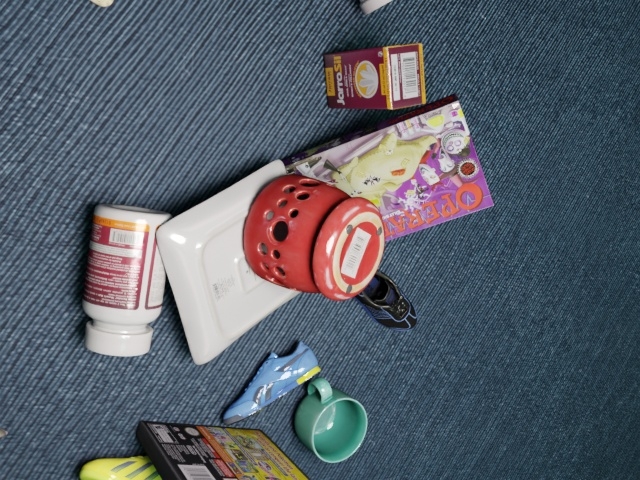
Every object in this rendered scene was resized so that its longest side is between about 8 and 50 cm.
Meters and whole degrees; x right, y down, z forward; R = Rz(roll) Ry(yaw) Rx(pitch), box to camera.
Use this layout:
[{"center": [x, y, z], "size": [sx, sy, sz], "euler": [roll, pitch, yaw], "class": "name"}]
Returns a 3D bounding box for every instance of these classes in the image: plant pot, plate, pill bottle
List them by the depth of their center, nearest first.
[{"center": [-0.303, 0.060, 1.010], "size": [0.121, 0.121, 0.221], "euler": [6, 96, -33], "class": "pill bottle"}, {"center": [0.000, 0.000, 1.059], "size": [0.191, 0.174, 0.191], "euler": [-26, 125, -44], "class": "plant pot"}, {"center": [-0.126, 0.041, 1.097], "size": [0.278, 0.045, 0.277], "euler": [-35, 130, -37], "class": "plate"}]

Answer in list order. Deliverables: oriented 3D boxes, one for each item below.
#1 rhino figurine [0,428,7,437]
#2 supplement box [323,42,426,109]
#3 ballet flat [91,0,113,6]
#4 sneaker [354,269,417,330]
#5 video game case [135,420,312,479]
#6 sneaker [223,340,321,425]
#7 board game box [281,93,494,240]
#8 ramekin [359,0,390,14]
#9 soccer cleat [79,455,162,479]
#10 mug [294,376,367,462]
[{"center": [-0.517, 0.338, 0.939], "size": [0.073, 0.106, 0.243], "euler": [23, 87, -34], "class": "rhino figurine"}, {"center": [0.093, -0.289, 1.151], "size": [0.081, 0.188, 0.104], "euler": [-16, 108, -31], "class": "supplement box"}, {"center": [-0.348, -0.423, 0.932], "size": [0.057, 0.049, 0.173], "euler": [-31, 114, -23], "class": "ballet flat"}, {"center": [0.134, 0.124, 1.315], "size": [0.232, 0.090, 0.081], "euler": [37, 79, -31], "class": "sneaker"}, {"center": [-0.149, 0.380, 1.077], "size": [0.248, 0.275, 0.035], "euler": [15, 93, -33], "class": "video game case"}, {"center": [-0.102, 0.267, 1.221], "size": [0.209, 0.069, 0.082], "euler": [-31, 82, -14], "class": "sneaker"}, {"center": [0.110, -0.101, 1.159], "size": [0.347, 0.056, 0.208], "euler": [-19, 119, 15], "class": "board game box"}, {"center": [0.143, -0.499, 1.140], "size": [0.207, 0.207, 0.109], "euler": [-37, 107, -21], "class": "ramekin"}, {"center": [-0.276, 0.411, 1.133], "size": [0.289, 0.093, 0.121], "euler": [25, 55, -29], "class": "soccer cleat"}, {"center": [0.016, 0.344, 1.280], "size": [0.129, 0.097, 0.157], "euler": [11, 92, -33], "class": "mug"}]
